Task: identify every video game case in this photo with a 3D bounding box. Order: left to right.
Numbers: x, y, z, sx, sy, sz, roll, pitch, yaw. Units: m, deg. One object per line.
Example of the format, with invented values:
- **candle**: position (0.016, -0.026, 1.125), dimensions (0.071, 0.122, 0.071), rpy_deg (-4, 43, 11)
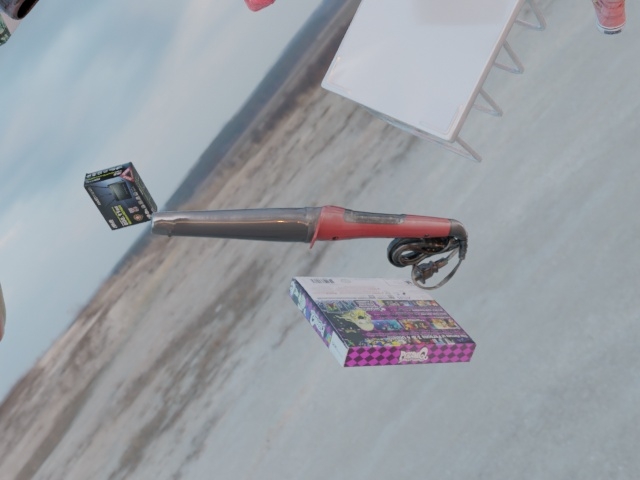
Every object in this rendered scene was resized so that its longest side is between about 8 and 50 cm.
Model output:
- **video game case**: position (0.094, 0.123, 1.371), dimensions (0.210, 0.232, 0.041), rpy_deg (47, 129, 52)

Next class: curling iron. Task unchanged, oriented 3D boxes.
- **curling iron**: position (0.000, 0.000, 0.708), dimensions (0.035, 0.274, 0.068), rpy_deg (-121, 41, -57)

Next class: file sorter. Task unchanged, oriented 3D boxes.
- **file sorter**: position (0.172, -0.267, 1.118), dimensions (0.173, 0.193, 0.277), rpy_deg (18, -81, -62)

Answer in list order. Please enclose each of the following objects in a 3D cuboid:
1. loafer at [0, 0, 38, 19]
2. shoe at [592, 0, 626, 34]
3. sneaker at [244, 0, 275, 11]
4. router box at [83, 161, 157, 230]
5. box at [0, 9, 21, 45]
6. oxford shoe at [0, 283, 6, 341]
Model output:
- **loafer**: position (-0.393, -0.462, 1.372), dimensions (0.303, 0.095, 0.109), rpy_deg (-35, -9, 6)
- **shoe**: position (0.475, -0.428, 1.439), dimensions (0.081, 0.064, 0.177), rpy_deg (72, -163, -52)
- **sneaker**: position (-0.170, -0.393, 1.071), dimensions (0.136, 0.314, 0.116), rpy_deg (-65, 6, -6)
- **router box**: position (-0.369, -0.081, 1.612), dimensions (0.092, 0.122, 0.038), rpy_deg (-14, 43, 10)
- **box**: position (-0.674, -0.539, 1.626), dimensions (0.059, 0.322, 0.232), rpy_deg (-24, 33, 12)
- **oxford shoe**: position (-0.609, 0.010, 1.514), dimensions (0.146, 0.141, 0.396), rpy_deg (-69, -17, -51)
